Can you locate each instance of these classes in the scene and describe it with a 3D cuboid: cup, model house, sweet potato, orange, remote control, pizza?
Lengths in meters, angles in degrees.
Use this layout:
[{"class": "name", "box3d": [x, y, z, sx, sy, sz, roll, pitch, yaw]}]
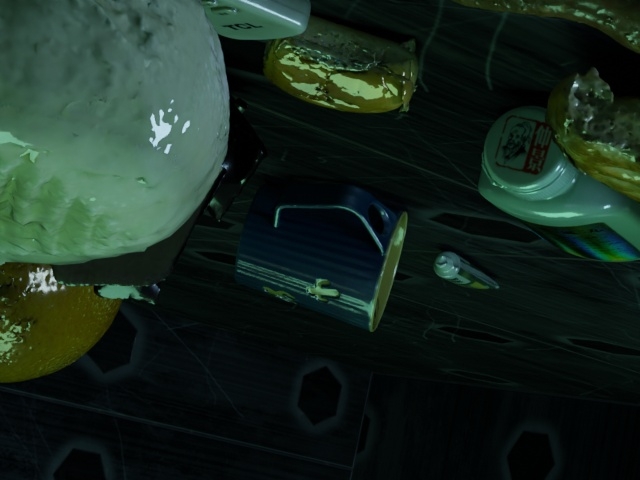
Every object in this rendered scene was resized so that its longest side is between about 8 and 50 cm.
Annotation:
[{"class": "cup", "box3d": [0.000, 0.000, 2.023, 0.155, 0.131, 0.176, 14, 143, 9]}, {"class": "model house", "box3d": [-0.139, -0.050, 1.560, 0.141, 0.203, 0.164, 34, -177, -8]}, {"class": "sweet potato", "box3d": [0.153, -0.131, 1.080, 0.214, 0.050, 0.050, 14, 173, 18]}, {"class": "orange", "box3d": [-0.344, 0.026, 2.145, 0.274, 0.274, 0.274, 12, 172, 2]}, {"class": "remote control", "box3d": [-0.096, -0.166, 1.247, 0.190, 0.029, 0.087, 18, 170, -39]}, {"class": "pizza", "box3d": [0.278, -0.051, 1.302, 0.223, 0.089, 0.323, 14, 176, 30]}]

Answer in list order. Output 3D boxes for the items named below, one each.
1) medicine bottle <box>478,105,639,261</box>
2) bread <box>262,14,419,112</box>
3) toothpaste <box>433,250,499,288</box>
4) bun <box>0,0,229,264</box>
[{"class": "medicine bottle", "box3d": [0.189, -0.043, 1.500, 0.121, 0.083, 0.229, 11, 174, 26]}, {"class": "bread", "box3d": [0.014, -0.118, 1.347, 0.106, 0.053, 0.072, 19, 168, -9]}, {"class": "toothpaste", "box3d": [0.167, 0.038, 2.320, 0.049, 0.032, 0.204, 9, 175, 19]}, {"class": "bun", "box3d": [-0.220, -0.120, 1.094, 0.359, 0.211, 0.360, 13, 165, 3]}]
